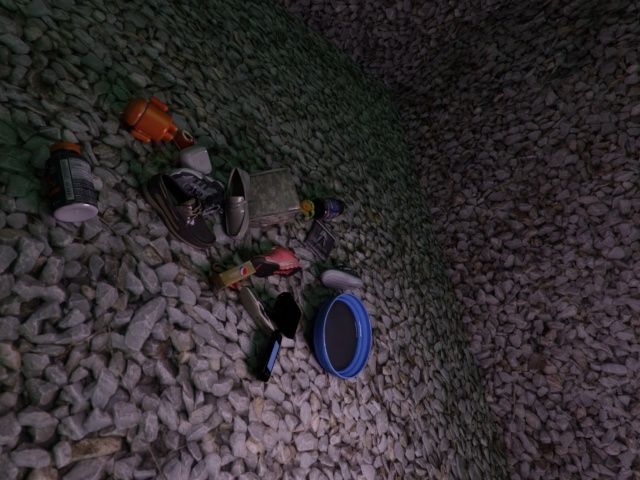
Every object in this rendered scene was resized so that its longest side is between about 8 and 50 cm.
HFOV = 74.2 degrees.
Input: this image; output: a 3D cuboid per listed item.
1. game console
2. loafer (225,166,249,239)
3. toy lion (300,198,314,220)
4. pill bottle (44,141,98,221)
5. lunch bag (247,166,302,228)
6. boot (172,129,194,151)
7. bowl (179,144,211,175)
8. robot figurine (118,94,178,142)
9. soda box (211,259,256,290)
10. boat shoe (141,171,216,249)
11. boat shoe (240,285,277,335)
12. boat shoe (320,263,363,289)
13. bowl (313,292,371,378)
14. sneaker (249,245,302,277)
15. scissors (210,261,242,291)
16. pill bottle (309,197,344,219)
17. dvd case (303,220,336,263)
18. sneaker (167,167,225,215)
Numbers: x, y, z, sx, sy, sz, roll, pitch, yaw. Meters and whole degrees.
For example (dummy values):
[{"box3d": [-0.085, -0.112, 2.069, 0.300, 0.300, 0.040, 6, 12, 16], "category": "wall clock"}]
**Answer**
[{"box3d": [-0.169, 0.402, 1.735, 0.213, 0.044, 0.361, 67, 34, -49], "category": "game console"}, {"box3d": [-0.369, -0.163, 1.840, 0.111, 0.112, 0.319, 47, 41, -74], "category": "loafer"}, {"box3d": [-0.068, -0.169, 2.266, 0.100, 0.096, 0.034, 52, 37, -12], "category": "toy lion"}, {"box3d": [-0.812, -0.194, 1.375, 0.130, 0.130, 0.245, 0, 66, -50], "category": "pill bottle"}, {"box3d": [-0.262, -0.194, 1.985, 0.287, 0.169, 0.235, -11, 76, -22], "category": "lunch bag"}, {"box3d": [-0.570, -0.403, 1.844, 0.158, 0.085, 0.059, 53, 34, -13], "category": "boot"}, {"box3d": [-0.528, -0.334, 1.821, 0.142, 0.053, 0.142, -40, 129, -49], "category": "bowl"}, {"box3d": [-0.695, -0.492, 1.721, 0.219, 0.158, 0.128, 31, 23, -33], "category": "robot figurine"}, {"box3d": [-0.350, 0.141, 1.716, 0.181, 0.061, 0.058, -27, 88, -53], "category": "soda box"}, {"box3d": [-0.535, -0.112, 1.645, 0.355, 0.130, 0.132, 48, 38, -16], "category": "boat shoe"}, {"box3d": [-0.253, 0.279, 1.751, 0.233, 0.084, 0.079, 59, 39, -14], "category": "boat shoe"}, {"box3d": [0.100, 0.183, 2.228, 0.335, 0.121, 0.119, 24, 40, -53], "category": "boat shoe"}, {"box3d": [0.107, 0.445, 1.991, 0.391, 0.077, 0.391, 15, 70, -50], "category": "bowl"}, {"box3d": [-0.220, 0.088, 1.924, 0.314, 0.116, 0.136, 11, 47, -54], "category": "sneaker"}, {"box3d": [-0.334, 0.192, 1.766, 0.297, 0.021, 0.109, 34, 41, -29], "category": "scissors"}, {"box3d": [0.040, -0.180, 2.375, 0.219, 0.123, 0.122, -10, 74, -56], "category": "pill bottle"}, {"box3d": [0.000, 0.000, 2.298, 0.164, 0.018, 0.221, 45, 39, -17], "category": "dvd case"}, {"box3d": [-0.507, -0.196, 1.758, 0.269, 0.101, 0.153, 18, 50, -45], "category": "sneaker"}]
